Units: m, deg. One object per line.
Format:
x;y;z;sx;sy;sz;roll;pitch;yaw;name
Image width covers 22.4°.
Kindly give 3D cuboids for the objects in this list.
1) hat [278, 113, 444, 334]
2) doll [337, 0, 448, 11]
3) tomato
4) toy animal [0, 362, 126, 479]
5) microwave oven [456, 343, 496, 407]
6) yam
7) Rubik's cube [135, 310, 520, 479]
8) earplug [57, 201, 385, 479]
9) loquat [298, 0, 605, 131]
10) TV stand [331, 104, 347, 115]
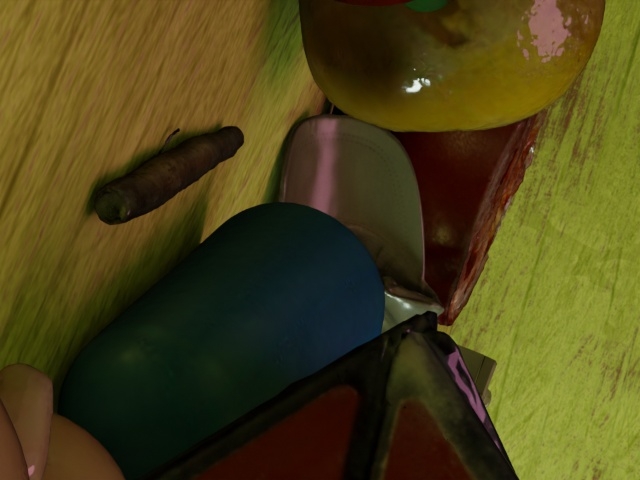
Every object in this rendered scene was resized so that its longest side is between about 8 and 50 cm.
0.000;0.000;1.297;0.144;0.166;0.173;-34;-117;51;hat
0.022;-0.211;0.816;0.363;0.160;0.183;-28;133;-73;doll
0.142;-0.079;1.752;0.338;0.143;0.338;21;90;-79;tomato
-0.132;0.100;0.473;0.154;0.166;0.250;-61;160;-17;toy animal
0.038;0.207;1.517;0.145;0.194;0.240;102;10;-53;microwave oven
-0.080;-0.045;0.923;0.027;0.029;0.234;-48;179;18;yam
0.008;0.256;0.802;0.307;0.305;0.310;-33;160;-5;Rubik's cube
-0.062;0.072;0.936;0.273;0.132;0.132;-39;144;-67;earplug
0.091;-0.172;1.117;0.213;0.213;0.213;17;90;-80;loquat
0.028;-0.119;1.346;0.049;0.040;0.256;-12;118;-78;TV stand
